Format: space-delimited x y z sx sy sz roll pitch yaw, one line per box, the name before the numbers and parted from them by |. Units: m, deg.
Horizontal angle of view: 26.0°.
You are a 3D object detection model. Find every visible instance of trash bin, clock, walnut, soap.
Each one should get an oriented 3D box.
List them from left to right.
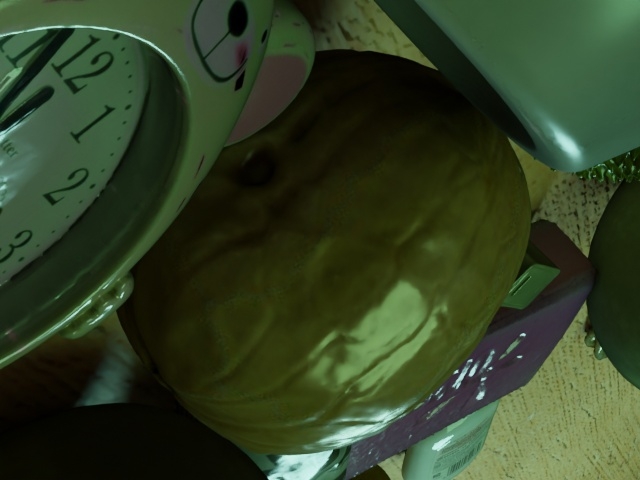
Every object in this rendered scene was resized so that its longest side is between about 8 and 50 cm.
clock | -0.150 -0.039 0.529 0.309 0.114 0.284 -39 155 -4
walnut | 0.000 0.000 0.716 0.221 0.195 0.195 -45 156 0
soap | 0.093 0.097 1.159 0.259 0.081 0.181 -22 151 -34
trash bin | 0.126 0.002 1.027 0.043 0.092 0.061 -47 156 17

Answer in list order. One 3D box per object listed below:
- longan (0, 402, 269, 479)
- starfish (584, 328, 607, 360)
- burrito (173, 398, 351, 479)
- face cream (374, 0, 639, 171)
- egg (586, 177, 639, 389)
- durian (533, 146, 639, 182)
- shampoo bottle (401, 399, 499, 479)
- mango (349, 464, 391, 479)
longan | -0.133 0.257 0.851 0.319 0.319 0.319 -32 155 -17
starfish | 0.452 0.060 1.416 0.324 0.082 0.432 -40 -163 -8
burrito | -0.040 0.143 0.992 0.139 0.101 0.445 -9 144 -15
face cream | 0.170 -0.209 0.562 0.357 0.219 0.312 -45 154 4
egg | 0.387 0.000 1.208 0.352 0.258 0.258 -36 157 -22
durian | 0.182 -0.121 0.808 0.146 0.159 0.198 -22 151 -46
shampoo bottle | 0.136 0.182 1.410 0.108 0.051 0.221 -30 154 -19
mango | -0.053 0.370 1.300 0.384 0.199 0.221 -49 152 -11
